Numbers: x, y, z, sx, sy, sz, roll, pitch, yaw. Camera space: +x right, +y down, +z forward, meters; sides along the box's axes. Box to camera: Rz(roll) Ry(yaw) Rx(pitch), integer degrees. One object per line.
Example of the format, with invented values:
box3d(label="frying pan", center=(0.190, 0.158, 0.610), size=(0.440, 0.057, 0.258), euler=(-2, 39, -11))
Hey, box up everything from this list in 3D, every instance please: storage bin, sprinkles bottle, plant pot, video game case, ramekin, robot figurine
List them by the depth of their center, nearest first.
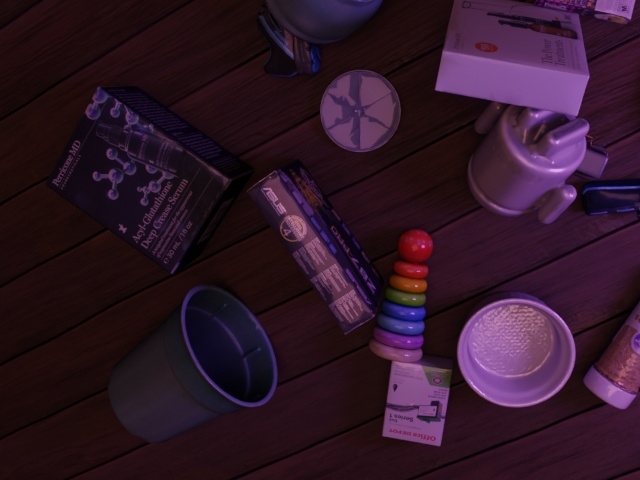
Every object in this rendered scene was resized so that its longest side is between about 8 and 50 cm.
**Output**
box3d(label="plant pot", center=(0.037, -0.595, 1.582), size=(0.293, 0.196, 0.293), euler=(-4, 98, -28))
box3d(label="video game case", center=(0.608, -0.617, 1.599), size=(0.210, 0.042, 0.232), euler=(14, 87, 6))
box3d(label="robot figurine", center=(0.454, -0.182, 1.617), size=(0.200, 0.353, 0.300), euler=(-22, 71, -19))
box3d(label="storage bin", center=(0.613, -0.199, 1.692), size=(0.135, 0.091, 0.098), euler=(22, 105, 4))
box3d(label="sprinkles bottle", center=(0.784, 0.234, 1.739), size=(0.121, 0.121, 0.355), euler=(30, 105, 3))
box3d(label="ramekin", center=(0.478, 0.260, 1.790), size=(0.277, 0.135, 0.277), euler=(2, 102, 9))
box3d(label="plant pot", center=(-0.347, 0.344, 1.868), size=(0.334, 0.341, 0.341), euler=(-35, 94, 22))

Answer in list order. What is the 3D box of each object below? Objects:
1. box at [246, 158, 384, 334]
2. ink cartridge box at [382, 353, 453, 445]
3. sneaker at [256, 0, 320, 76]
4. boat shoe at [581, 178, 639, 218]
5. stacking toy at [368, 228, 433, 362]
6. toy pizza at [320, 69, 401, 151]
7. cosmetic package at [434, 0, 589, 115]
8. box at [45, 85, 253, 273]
box3d(label="box", center=(0.000, 0.000, 1.724), size=(0.097, 0.318, 0.395), euler=(-33, 94, 15))
box3d(label="ink cartridge box", center=(0.253, 0.412, 1.882), size=(0.160, 0.092, 0.219), euler=(7, 102, 9))
box3d(label="sneaker", center=(-0.097, -0.562, 1.723), size=(0.140, 0.125, 0.341), euler=(-6, 99, 16))
box3d(label="boat shoe", center=(0.755, -0.096, 1.698), size=(0.258, 0.109, 0.089), euler=(4, 110, 26))
box3d(label="stacking toy", center=(0.221, 0.134, 1.818), size=(0.141, 0.141, 0.330), euler=(13, 99, 7))
box3d(label="toy pizza", center=(0.099, -0.321, 1.786), size=(0.201, 0.032, 0.201), euler=(2, 103, 10))
box3d(label="cosmetic package", center=(0.407, -0.411, 1.536), size=(0.284, 0.377, 0.097), euler=(10, 128, 8))
box3d(label="box", center=(-0.425, -0.162, 1.819), size=(0.395, 0.212, 0.293), euler=(35, 106, 2))
